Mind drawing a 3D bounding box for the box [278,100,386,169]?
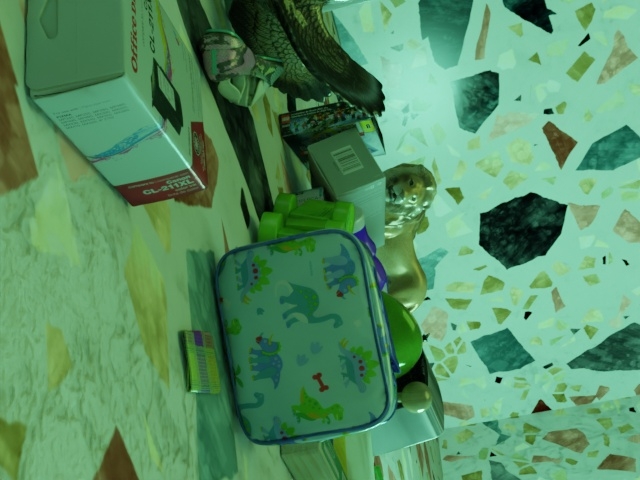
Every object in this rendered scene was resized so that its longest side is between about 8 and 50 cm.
[{"bbox_3d":[0.027,-0.193,1.702,0.233,0.159,0.044,46,35,-75],"label":"box"}]

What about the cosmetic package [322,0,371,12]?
[{"bbox_3d":[-0.019,-0.419,1.459,0.085,0.231,0.117,-84,160,-65],"label":"cosmetic package"}]

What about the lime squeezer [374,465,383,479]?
[{"bbox_3d":[0.135,0.585,1.769,0.110,0.059,0.310,131,-48,-62],"label":"lime squeezer"}]

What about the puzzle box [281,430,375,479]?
[{"bbox_3d":[0.019,0.290,1.342,0.409,0.052,0.272,70,13,-44],"label":"puzzle box"}]

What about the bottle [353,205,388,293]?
[{"bbox_3d":[0.055,0.077,1.557,0.092,0.118,0.282,-61,149,-52],"label":"bottle"}]

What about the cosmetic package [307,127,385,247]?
[{"bbox_3d":[0.049,-0.076,1.663,0.127,0.107,0.238,60,-14,29],"label":"cosmetic package"}]

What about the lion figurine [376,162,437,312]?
[{"bbox_3d":[0.149,0.027,1.932,0.142,0.240,0.392,-88,164,-59],"label":"lion figurine"}]

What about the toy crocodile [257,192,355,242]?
[{"bbox_3d":[-0.019,0.003,1.292,0.340,0.115,0.105,-62,158,-74],"label":"toy crocodile"}]

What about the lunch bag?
[{"bbox_3d":[-0.010,0.103,0.982,0.090,0.176,0.219,37,41,-77],"label":"lunch bag"}]

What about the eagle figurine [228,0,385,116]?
[{"bbox_3d":[-0.027,-0.316,1.320,0.226,0.225,0.298,-56,143,-63],"label":"eagle figurine"}]

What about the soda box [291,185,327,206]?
[{"bbox_3d":[0.000,0.000,1.602,0.063,0.058,0.183,-90,166,-53],"label":"soda box"}]

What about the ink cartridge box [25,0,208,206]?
[{"bbox_3d":[-0.151,-0.123,0.712,0.175,0.072,0.127,62,19,-64],"label":"ink cartridge box"}]

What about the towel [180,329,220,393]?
[{"bbox_3d":[-0.112,0.114,0.862,0.083,0.009,0.060,37,42,-76],"label":"towel"}]

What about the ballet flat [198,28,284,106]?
[{"bbox_3d":[-0.105,-0.217,1.202,0.221,0.077,0.079,-8,104,-77],"label":"ballet flat"}]

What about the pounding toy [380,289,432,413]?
[{"bbox_3d":[0.069,0.199,1.496,0.110,0.183,0.236,-50,127,-49],"label":"pounding toy"}]

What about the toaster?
[{"bbox_3d":[0.137,0.284,1.688,0.168,0.186,0.110,-89,155,-60],"label":"toaster"}]
